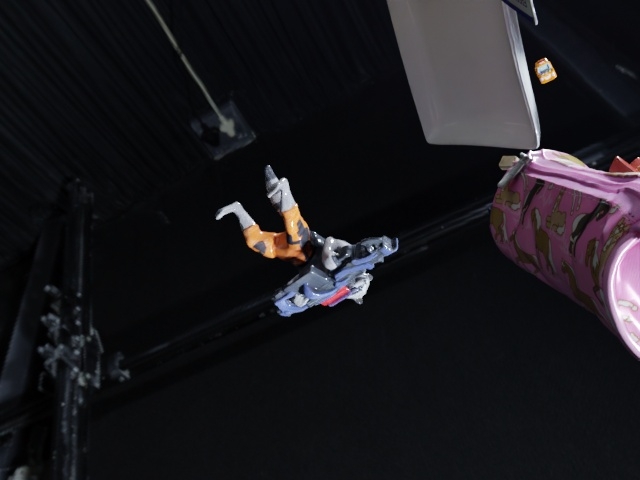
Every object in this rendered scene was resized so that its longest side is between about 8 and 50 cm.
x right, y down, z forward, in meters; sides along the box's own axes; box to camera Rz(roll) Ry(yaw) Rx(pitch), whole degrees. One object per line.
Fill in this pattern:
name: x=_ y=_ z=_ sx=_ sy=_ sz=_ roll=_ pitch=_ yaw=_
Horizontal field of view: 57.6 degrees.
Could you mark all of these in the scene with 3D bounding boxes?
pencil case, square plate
pencil case: x=0.292 y=-0.003 z=0.597 sx=0.167 sy=0.160 sz=0.386 roll=16 pitch=-168 yaw=-2
square plate: x=0.244 y=-0.334 z=1.022 sx=0.049 sy=0.344 sz=0.347 roll=-24 pitch=-162 yaw=-14

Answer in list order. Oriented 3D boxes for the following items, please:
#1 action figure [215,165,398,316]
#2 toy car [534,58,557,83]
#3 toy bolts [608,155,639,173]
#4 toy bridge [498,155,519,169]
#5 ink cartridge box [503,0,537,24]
action figure: x=0.000 y=0.000 z=1.163 sx=0.341 sy=0.330 sz=0.178 roll=-27 pitch=-150 yaw=35
toy car: x=0.430 y=-0.349 z=1.223 sx=0.122 sy=0.040 sz=0.060 roll=-9 pitch=-135 yaw=36
toy bolts: x=0.488 y=-0.008 z=0.897 sx=0.228 sy=0.218 sz=0.158 roll=58 pitch=-45 yaw=40
toy bridge: x=0.428 y=-0.102 z=1.164 sx=0.063 sy=0.188 sz=0.026 roll=10 pitch=-116 yaw=52
ink cartridge box: x=0.133 y=-0.380 z=0.469 sx=0.069 sy=0.371 sz=0.175 roll=-18 pitch=-148 yaw=11
